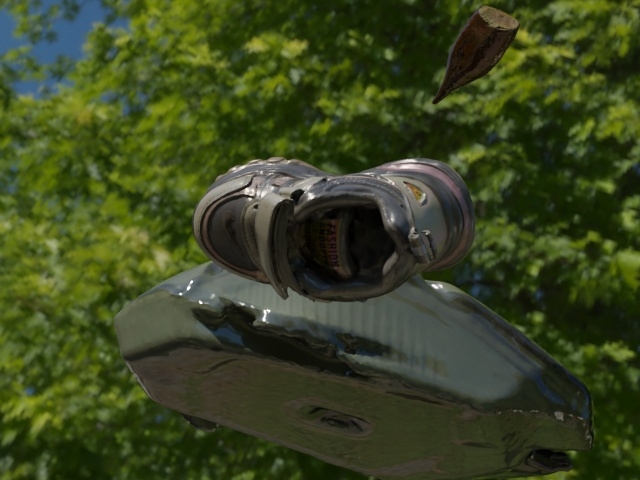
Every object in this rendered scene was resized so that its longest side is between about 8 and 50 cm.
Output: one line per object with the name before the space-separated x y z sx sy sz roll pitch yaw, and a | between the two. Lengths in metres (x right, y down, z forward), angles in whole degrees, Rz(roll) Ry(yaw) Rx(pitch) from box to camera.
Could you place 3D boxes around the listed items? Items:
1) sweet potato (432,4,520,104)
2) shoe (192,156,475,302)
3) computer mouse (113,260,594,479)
sweet potato | 0.145 -0.177 1.205 0.049 0.049 0.117 33 -61 -10
shoe | 0.000 0.000 0.749 0.180 0.092 0.089 -1 -74 17
computer mouse | 0.035 0.102 1.081 0.429 0.145 0.228 19 -35 -12
